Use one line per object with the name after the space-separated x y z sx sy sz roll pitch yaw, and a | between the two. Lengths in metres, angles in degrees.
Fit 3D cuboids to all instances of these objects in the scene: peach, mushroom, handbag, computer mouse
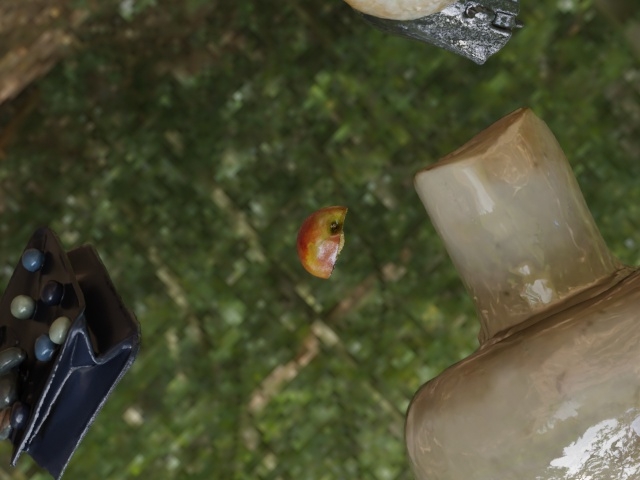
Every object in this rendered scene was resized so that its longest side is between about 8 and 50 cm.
0.000 -0.001 2.259 0.098 0.061 0.098 -164 -90 -87 | peach
0.173 0.061 1.235 0.292 0.290 0.292 -24 168 -6 | mushroom
-0.369 0.151 2.319 0.269 0.118 0.325 -61 -154 11 | handbag
0.149 -0.329 2.393 0.088 0.264 0.147 -70 175 -72 | computer mouse

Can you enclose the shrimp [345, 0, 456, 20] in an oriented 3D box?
0.123 -0.343 1.965 0.317 0.168 0.077 -36 -147 48 | shrimp
